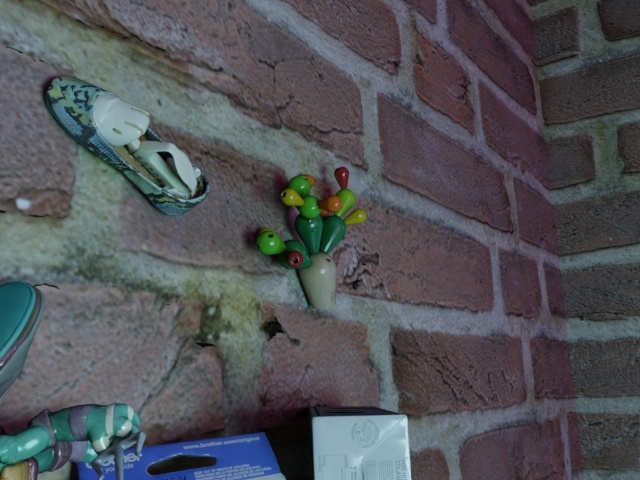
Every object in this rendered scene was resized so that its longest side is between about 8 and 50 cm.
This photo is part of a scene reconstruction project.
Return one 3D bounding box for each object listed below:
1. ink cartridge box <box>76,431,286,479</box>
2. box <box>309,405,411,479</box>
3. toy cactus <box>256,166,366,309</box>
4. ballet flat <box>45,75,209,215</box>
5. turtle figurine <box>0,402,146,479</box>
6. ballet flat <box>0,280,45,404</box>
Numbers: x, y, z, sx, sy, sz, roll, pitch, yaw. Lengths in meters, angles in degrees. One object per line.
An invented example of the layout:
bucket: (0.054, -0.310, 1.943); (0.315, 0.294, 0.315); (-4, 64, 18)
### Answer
ink cartridge box: (-0.084, 0.301, 0.543); (0.186, 0.065, 0.311); (-1, 42, -27)
box: (0.034, 0.264, 0.744); (0.290, 0.087, 0.169); (98, -10, -77)
toy cactus: (0.000, 0.000, 0.903); (0.219, 0.112, 0.180); (-46, 130, -61)
ballet flat: (-0.176, -0.095, 0.676); (0.188, 0.070, 0.070); (45, 47, -42)
turtle figurine: (-0.194, 0.166, 0.441); (0.118, 0.234, 0.175); (36, 74, 0)
ballet flat: (-0.267, 0.120, 0.491); (0.068, 0.072, 0.213); (88, 21, -44)
